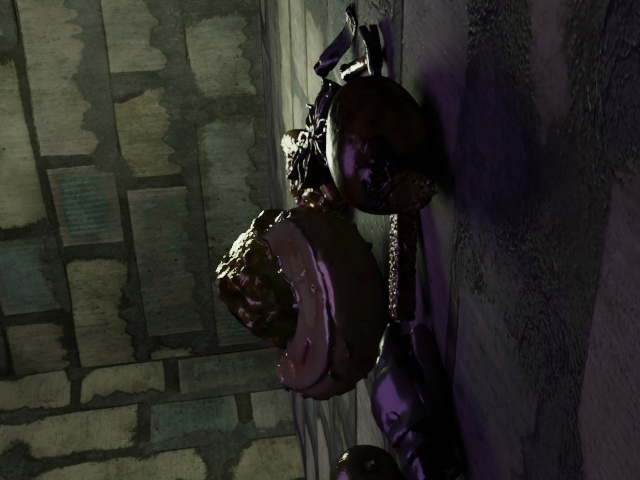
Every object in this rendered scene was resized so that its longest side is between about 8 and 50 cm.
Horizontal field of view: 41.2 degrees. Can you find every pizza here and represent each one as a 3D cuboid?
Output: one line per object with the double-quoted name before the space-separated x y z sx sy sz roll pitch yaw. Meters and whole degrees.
"pizza" -0.024 -0.170 1.960 0.258 0.087 0.268 117 134 -69

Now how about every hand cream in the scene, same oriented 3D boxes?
"hand cream" 0.035 -0.387 1.679 0.163 0.039 0.062 128 144 -47

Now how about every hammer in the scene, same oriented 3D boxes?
"hammer" 0.071 -0.316 1.536 0.288 0.033 0.111 -152 56 -81

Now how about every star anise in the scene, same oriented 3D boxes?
"star anise" 0.017 -0.208 1.753 0.223 0.109 0.235 -43 35 52

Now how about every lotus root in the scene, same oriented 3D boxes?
"lotus root" 0.076 -0.140 1.215 0.314 0.142 0.169 -104 16 -53

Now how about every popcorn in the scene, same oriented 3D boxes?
"popcorn" -0.064 0.083 1.880 0.312 0.312 0.312 174 90 -82

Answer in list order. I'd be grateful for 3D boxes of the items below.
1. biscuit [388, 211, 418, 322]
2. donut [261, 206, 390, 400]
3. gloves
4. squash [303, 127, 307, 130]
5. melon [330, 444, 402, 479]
"biscuit" 0.125 0.026 1.298 0.064 0.035 0.199 147 125 -80
"donut" 0.011 0.118 1.615 0.307 0.150 0.370 -1 94 61
"gloves" 0.137 0.230 1.248 0.142 0.119 0.285 -53 28 30
"squash" -0.014 -0.251 2.095 0.201 0.066 0.066 -168 73 -79
"melon" 0.085 0.456 1.599 0.192 0.139 0.139 94 167 -49
